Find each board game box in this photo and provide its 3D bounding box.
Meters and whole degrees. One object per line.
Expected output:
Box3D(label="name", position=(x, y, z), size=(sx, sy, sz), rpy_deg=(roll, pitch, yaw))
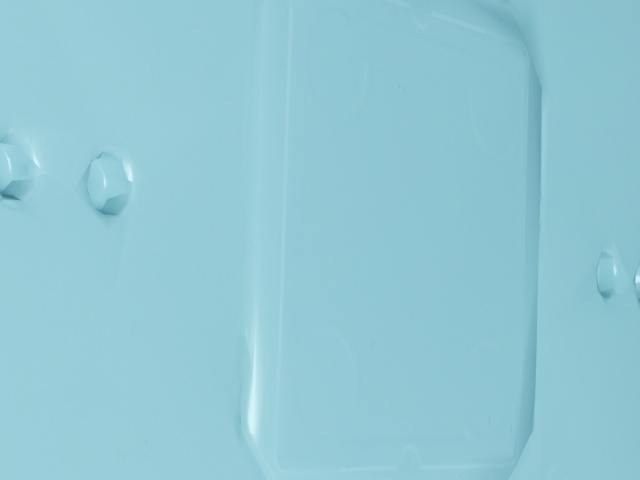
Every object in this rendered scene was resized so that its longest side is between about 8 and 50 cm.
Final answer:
Box3D(label="board game box", position=(0.000, 0.000, 0.421), size=(0.390, 0.050, 0.390), rpy_deg=(-57, 133, -40))
